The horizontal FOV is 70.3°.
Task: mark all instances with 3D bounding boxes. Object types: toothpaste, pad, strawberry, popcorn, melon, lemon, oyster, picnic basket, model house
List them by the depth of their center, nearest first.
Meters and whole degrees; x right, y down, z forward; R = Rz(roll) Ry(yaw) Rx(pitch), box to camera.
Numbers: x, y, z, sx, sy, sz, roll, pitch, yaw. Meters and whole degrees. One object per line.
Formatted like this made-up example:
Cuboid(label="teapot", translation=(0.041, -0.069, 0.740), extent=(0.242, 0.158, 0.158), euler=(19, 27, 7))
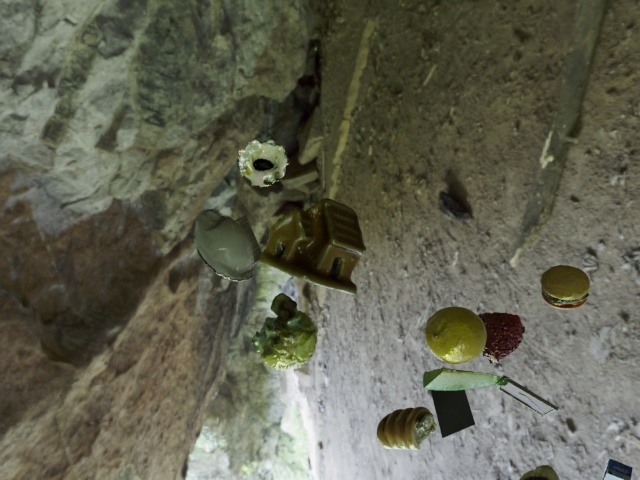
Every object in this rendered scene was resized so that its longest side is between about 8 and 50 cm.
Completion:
Cuboid(label="oyster", translation=(-0.141, -0.205, 1.166), extent=(0.209, 0.132, 0.072), euler=(114, 175, -60))
Cuboid(label="model house", translation=(-0.005, -0.001, 1.266), extent=(0.173, 0.267, 0.239), euler=(27, 96, 55))
Cuboid(label="popcorn", translation=(-0.104, 0.266, 1.328), extent=(0.198, 0.197, 0.213), euler=(-122, 27, -75))
Cuboid(label="lemon", translation=(0.426, 0.296, 1.424), extent=(0.178, 0.202, 0.179), euler=(-15, 73, 59))
Cuboid(label="melon", translation=(0.456, 0.426, 1.425), extent=(0.053, 0.261, 0.114), euler=(-86, -4, -47))
Cuboid(label="toothpaste", translation=(0.951, 0.777, 1.470), extent=(0.053, 0.066, 0.272), euler=(-59, -38, -28))
Cuboid(label="pad", translation=(0.444, 0.557, 1.546), extent=(0.127, 0.004, 0.190), euler=(-36, 34, 26))
Cuboid(label="strawberry", translation=(0.680, 0.354, 1.742), extent=(0.184, 0.201, 0.187), euler=(55, -168, -1))
Cuboid(label="picnic basket", translation=(-0.349, 0.016, 1.898), extent=(0.154, 0.134, 0.197), euler=(-54, -58, -74))

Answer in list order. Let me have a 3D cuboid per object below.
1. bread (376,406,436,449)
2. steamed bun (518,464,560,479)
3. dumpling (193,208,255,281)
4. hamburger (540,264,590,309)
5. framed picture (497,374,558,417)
Cuboid(label="bread", translation=(0.228, 0.508, 1.231), extent=(0.177, 0.119, 0.084), euler=(-29, 93, 44))
Cuboid(label="steamed bun", translation=(0.609, 0.704, 1.250), extent=(0.140, 0.172, 0.155), euler=(-2, 49, 47))
Cuboid(label="dumpling", translation=(-0.294, 0.028, 1.353), extent=(0.247, 0.142, 0.172), euler=(54, -149, -9))
Cuboid(label="hamburger", translation=(0.842, 0.162, 1.572), extent=(0.162, 0.161, 0.115), euler=(-99, -7, -52))
Cuboid(label="framed picture", translation=(0.696, 0.533, 1.548), extent=(0.016, 0.184, 0.250), euler=(-55, -29, -12))
